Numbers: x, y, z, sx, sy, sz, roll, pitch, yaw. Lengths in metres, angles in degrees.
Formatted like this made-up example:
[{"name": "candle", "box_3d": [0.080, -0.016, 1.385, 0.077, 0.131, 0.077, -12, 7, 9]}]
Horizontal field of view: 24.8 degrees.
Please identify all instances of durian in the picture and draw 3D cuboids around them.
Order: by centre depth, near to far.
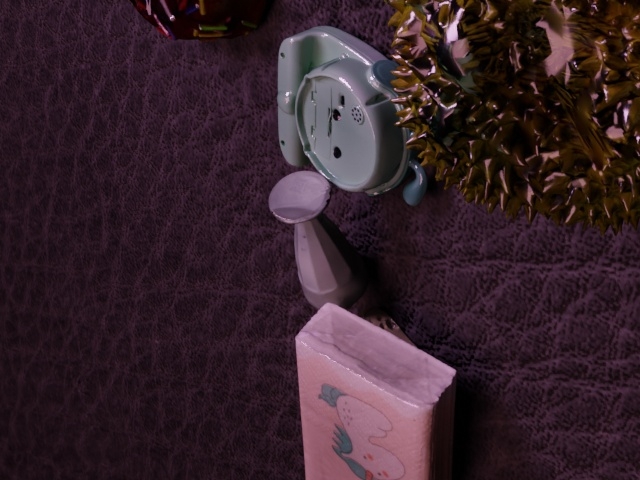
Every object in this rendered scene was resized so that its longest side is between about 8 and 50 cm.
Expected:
[{"name": "durian", "box_3d": [0.177, -0.133, 1.060, 0.291, 0.224, 0.291, 8, 124, 11]}]

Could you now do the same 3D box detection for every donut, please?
[{"name": "donut", "box_3d": [-0.146, -0.311, 1.505, 0.235, 0.089, 0.235, 34, 137, 39]}]

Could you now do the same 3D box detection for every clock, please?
[{"name": "clock", "box_3d": [0.035, -0.115, 1.398, 0.188, 0.060, 0.148, 31, 133, 40]}]

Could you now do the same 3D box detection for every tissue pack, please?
[{"name": "tissue pack", "box_3d": [0.059, 0.229, 1.523, 0.170, 0.071, 0.325, 25, 139, 28]}]

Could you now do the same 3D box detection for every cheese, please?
[{"name": "cheese", "box_3d": [0.052, 0.158, 1.565, 0.097, 0.037, 0.192, 49, 143, 25]}]

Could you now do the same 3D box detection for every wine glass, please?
[{"name": "wine glass", "box_3d": [0.000, 0.000, 1.463, 0.073, 0.073, 0.155, 37, 159, 36]}]
